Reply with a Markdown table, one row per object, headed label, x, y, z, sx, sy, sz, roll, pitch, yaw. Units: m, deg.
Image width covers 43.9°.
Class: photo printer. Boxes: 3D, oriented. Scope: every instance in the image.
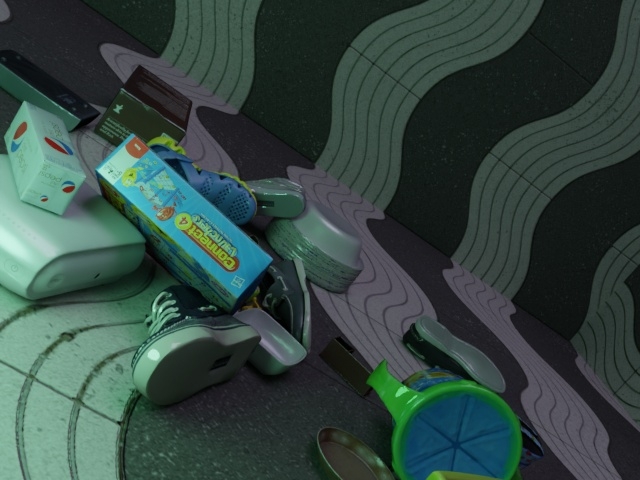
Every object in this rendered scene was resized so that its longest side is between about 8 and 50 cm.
| label | x | y | z | sx | sy | sz | roll | pitch | yaw |
| --- | --- | --- | --- | --- | --- | --- | --- | --- | --- |
| photo printer | -0.440 | -0.028 | 1.217 | 0.256 | 0.107 | 0.307 | 40 | 14 | 11 |

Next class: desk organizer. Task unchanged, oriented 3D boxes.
| label | x | y | z | sx | sy | sz | roll | pitch | yaw |
| --- | --- | --- | --- | --- | --- | --- | --- | --- | --- |
| desk organizer | 0.065 | 0.263 | 1.666 | 0.130 | 0.050 | 0.047 | 42 | 14 | 18 |

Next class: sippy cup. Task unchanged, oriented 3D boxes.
| label | x | y | z | sx | sy | sz | roll | pitch | yaw |
| --- | --- | --- | --- | --- | --- | --- | --- | --- | --- |
| sippy cup | 0.231 | 0.348 | 1.495 | 0.224 | 0.240 | 0.305 | -125 | -160 | -80 |

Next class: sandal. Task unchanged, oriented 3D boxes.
| label | x | y | z | sx | sy | sz | roll | pitch | yaw |
| --- | --- | --- | --- | --- | --- | --- | --- | --- | --- |
| sandal | -0.301 | -0.129 | 1.901 | 0.317 | 0.126 | 0.138 | 28 | 15 | -2 |

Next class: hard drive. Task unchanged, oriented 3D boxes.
| label | x | y | z | sx | sy | sz | roll | pitch | yaw |
| --- | --- | --- | --- | --- | --- | --- | --- | --- | --- |
| hard drive | -0.650 | -0.348 | 1.847 | 0.255 | 0.054 | 0.172 | 36 | 13 | -8 |

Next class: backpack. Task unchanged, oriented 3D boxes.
| label | x | y | z | sx | sy | sz | roll | pitch | yaw |
| --- | --- | --- | --- | --- | --- | --- | --- | --- | --- |
| backpack | 0.414 | 0.449 | 1.802 | 0.173 | 0.117 | 0.158 | 36 | 13 | -5 |

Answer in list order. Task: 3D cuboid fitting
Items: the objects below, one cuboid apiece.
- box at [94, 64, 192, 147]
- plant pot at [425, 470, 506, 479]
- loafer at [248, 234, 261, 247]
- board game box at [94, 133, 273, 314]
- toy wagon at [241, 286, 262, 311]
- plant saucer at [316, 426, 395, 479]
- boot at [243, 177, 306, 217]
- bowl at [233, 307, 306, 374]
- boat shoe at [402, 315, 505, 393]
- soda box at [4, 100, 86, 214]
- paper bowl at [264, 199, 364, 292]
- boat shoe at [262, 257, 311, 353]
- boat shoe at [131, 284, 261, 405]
| label | x | y | z | sx | sy | sz | roll | pitch | yaw |
| --- | --- | --- | --- | --- | --- | --- | --- | --- | --- |
| box | -0.459 | -0.333 | 2.115 | 0.191 | 0.143 | 0.381 | 34 | 12 | -16 |
| plant pot | 0.208 | 0.462 | 1.046 | 0.227 | 0.207 | 0.228 | 23 | 20 | -44 |
| loafer | -0.169 | 0.026 | 1.851 | 0.056 | 0.050 | 0.148 | 32 | 14 | -21 |
| board game box | -0.237 | -0.006 | 1.371 | 0.302 | 0.086 | 0.308 | 42 | -17 | 2 |
| toy wagon | -0.233 | 0.022 | 1.663 | 0.344 | 0.068 | 0.267 | 42 | 14 | 18 |
| plant saucer | 0.055 | 0.378 | 1.310 | 0.168 | 0.029 | 0.168 | 36 | 13 | -10 |
| boot | -0.165 | -0.119 | 2.090 | 0.258 | 0.095 | 0.123 | 9 | 22 | -2 |
| bowl | -0.103 | 0.193 | 1.465 | 0.142 | 0.053 | 0.142 | 40 | 14 | 12 |
| boat shoe | 0.359 | 0.322 | 2.134 | 0.302 | 0.091 | 0.114 | 40 | 33 | 2 |
| soda box | -0.423 | -0.129 | 1.208 | 0.069 | 0.074 | 0.216 | 25 | 17 | -38 |
| paper bowl | 0.000 | 0.000 | 2.168 | 0.284 | 0.148 | 0.284 | 36 | 12 | -9 |
| boat shoe | -0.075 | 0.138 | 1.683 | 0.099 | 0.116 | 0.319 | -2 | 28 | -6 |
| boat shoe | -0.225 | 0.146 | 1.208 | 0.158 | 0.127 | 0.340 | 35 | 4 | 16 |
